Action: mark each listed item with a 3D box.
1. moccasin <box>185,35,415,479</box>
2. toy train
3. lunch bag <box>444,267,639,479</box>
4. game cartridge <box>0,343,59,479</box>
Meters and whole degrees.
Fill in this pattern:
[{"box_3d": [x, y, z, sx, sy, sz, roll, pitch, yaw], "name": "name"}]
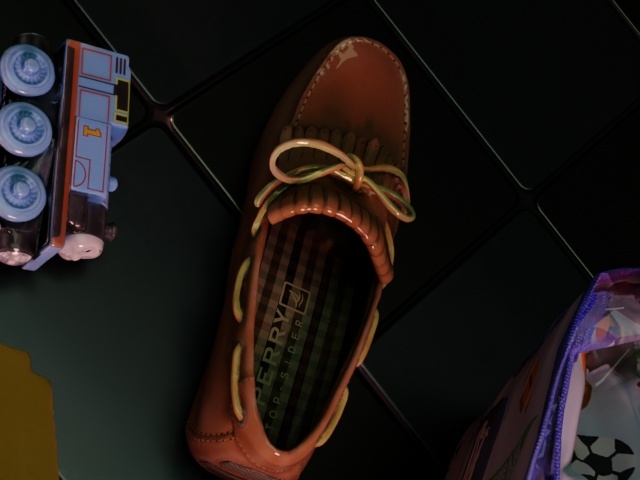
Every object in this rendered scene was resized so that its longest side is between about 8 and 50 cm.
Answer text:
[{"box_3d": [-0.003, -0.002, 0.942, 0.139, 0.147, 0.380, 29, 61, -13], "name": "moccasin"}, {"box_3d": [-0.199, -0.066, 0.916, 0.105, 0.080, 0.184, 11, 66, -28], "name": "toy train"}, {"box_3d": [0.198, 0.248, 0.818, 0.239, 0.328, 0.385, -7, 67, -11], "name": "lunch bag"}, {"box_3d": [-0.303, 0.108, 0.697, 0.323, 0.053, 0.285, 26, 19, -25], "name": "game cartridge"}]
